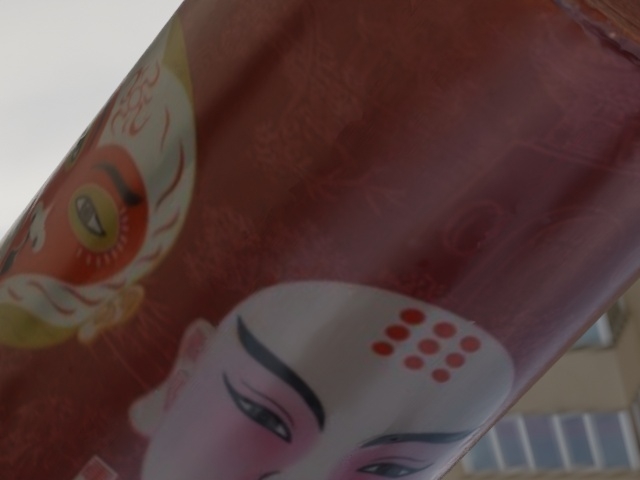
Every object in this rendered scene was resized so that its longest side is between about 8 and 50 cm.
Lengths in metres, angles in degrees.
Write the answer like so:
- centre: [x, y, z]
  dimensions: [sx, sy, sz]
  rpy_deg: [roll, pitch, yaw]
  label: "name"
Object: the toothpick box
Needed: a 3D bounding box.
- centre: [0.000, 0.000, 0.715]
  dimensions: [0.333, 0.204, 0.204]
  rpy_deg: [-49, -171, 26]
  label: "toothpick box"
